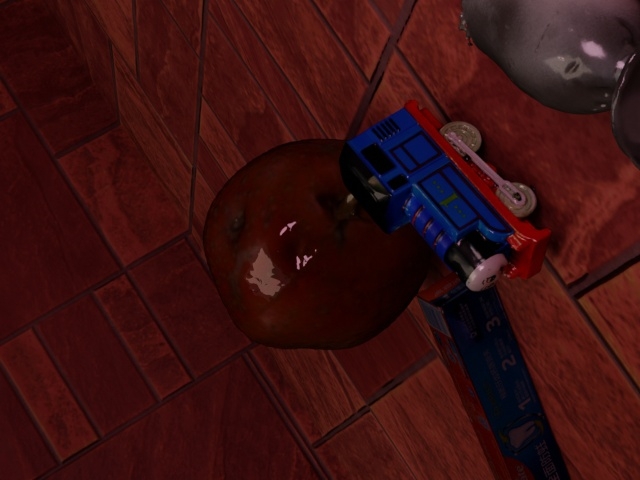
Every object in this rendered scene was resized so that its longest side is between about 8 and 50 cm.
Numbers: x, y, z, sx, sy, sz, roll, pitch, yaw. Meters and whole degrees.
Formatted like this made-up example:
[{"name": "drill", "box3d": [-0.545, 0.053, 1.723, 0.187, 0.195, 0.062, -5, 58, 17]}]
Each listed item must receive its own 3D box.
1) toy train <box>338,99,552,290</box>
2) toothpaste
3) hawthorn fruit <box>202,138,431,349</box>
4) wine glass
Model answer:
[{"name": "toy train", "box3d": [0.123, -0.038, 1.073, 0.204, 0.131, 0.083, 51, 163, 25]}, {"name": "toothpaste", "box3d": [0.214, 0.184, 1.324, 0.066, 0.076, 0.320, 30, 147, 61]}, {"name": "hawthorn fruit", "box3d": [0.000, 0.000, 1.315, 0.275, 0.275, 0.299, 57, 154, 7]}, {"name": "wine glass", "box3d": [0.183, -0.131, 0.746, 0.222, 0.103, 0.103, 53, 167, 56]}]
